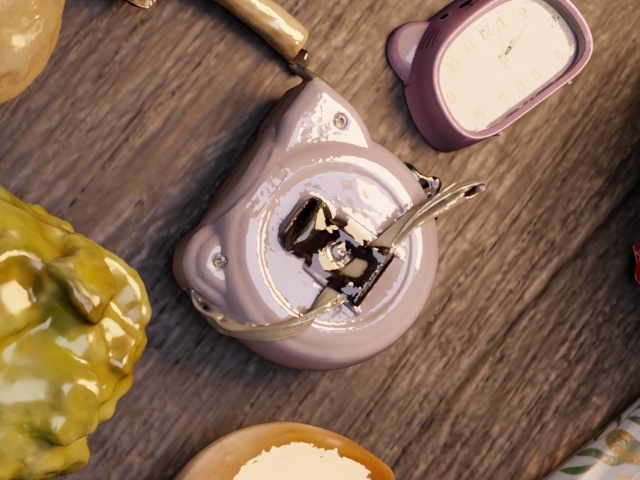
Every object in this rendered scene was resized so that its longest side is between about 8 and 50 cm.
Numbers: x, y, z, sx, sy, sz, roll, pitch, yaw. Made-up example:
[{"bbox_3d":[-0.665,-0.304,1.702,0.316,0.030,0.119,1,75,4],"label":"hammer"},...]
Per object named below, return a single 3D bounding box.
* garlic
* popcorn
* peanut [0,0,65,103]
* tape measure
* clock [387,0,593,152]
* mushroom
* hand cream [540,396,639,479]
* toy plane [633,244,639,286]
[{"bbox_3d":[-0.034,0.242,1.152,0.228,0.110,0.217,-17,82,-31],"label":"garlic"},{"bbox_3d":[-0.265,0.059,1.044,0.286,0.174,0.225,29,86,-15],"label":"popcorn"},{"bbox_3d":[-0.261,-0.250,1.068,0.174,0.158,0.340,-4,83,-20],"label":"peanut"},{"bbox_3d":[0.004,0.000,1.173,0.178,0.105,0.196,32,77,-16],"label":"tape measure"},{"bbox_3d":[0.131,-0.146,1.252,0.152,0.050,0.110,-37,99,-17],"label":"clock"},{"bbox_3d":[-0.079,-0.174,1.177,0.187,0.061,0.060,25,108,-21],"label":"mushroom"},{"bbox_3d":[0.229,0.177,1.279,0.256,0.055,0.088,-33,103,-24],"label":"hand cream"},{"bbox_3d":[0.318,0.021,1.318,0.145,0.037,0.060,-9,87,-21],"label":"toy plane"}]
